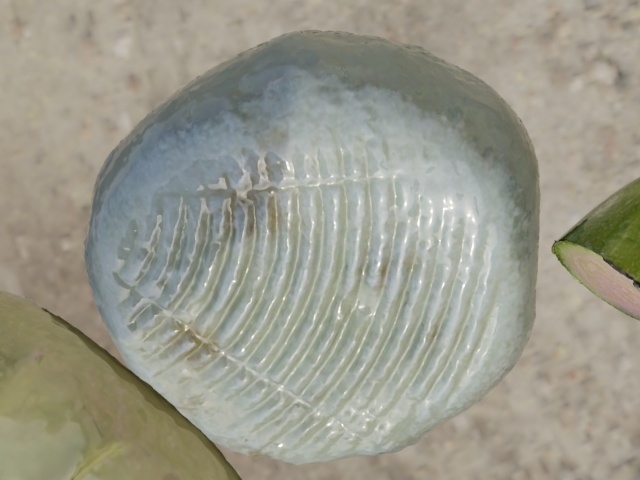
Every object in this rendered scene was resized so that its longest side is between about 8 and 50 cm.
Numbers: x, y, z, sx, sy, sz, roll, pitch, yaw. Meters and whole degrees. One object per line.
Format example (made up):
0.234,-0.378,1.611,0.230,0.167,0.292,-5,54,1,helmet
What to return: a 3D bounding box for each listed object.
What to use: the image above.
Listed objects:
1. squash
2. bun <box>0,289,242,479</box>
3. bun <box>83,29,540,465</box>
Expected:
0.240,-0.017,1.330,0.105,0.132,0.105,36,172,6,squash
-0.204,0.202,1.075,0.361,0.213,0.361,4,105,17,bun
-0.006,-0.002,1.427,0.194,0.354,0.354,-86,-1,-62,bun
